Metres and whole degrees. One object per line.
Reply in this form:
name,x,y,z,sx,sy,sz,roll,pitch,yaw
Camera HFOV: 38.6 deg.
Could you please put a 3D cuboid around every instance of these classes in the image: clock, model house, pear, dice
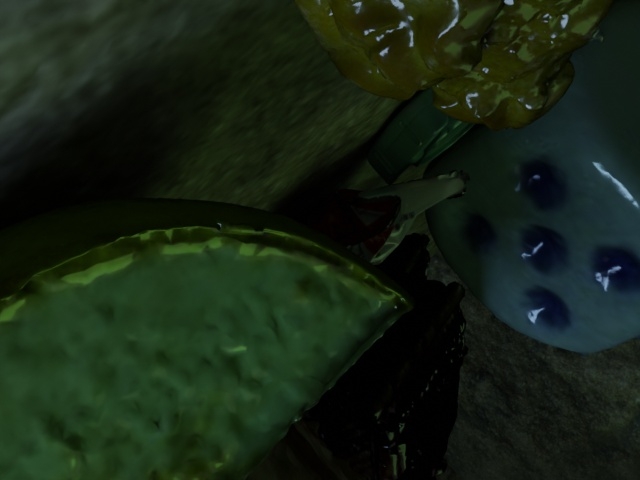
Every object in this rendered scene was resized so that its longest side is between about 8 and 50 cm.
clock,0.108,-0.108,0.806,0.135,0.041,0.101,-33,170,-36
model house,0.072,0.134,0.960,0.317,0.297,0.282,-49,-179,-39
pear,-0.135,0.068,0.422,0.288,0.139,0.239,-45,-164,-16
dice,0.289,-0.067,0.955,0.268,0.262,0.264,-42,-179,-34

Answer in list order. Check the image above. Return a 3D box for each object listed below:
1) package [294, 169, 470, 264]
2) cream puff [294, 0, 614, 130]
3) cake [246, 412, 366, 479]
package,0.000,0.000,0.822,0.269,0.071,0.194,-18,177,42
cream puff,0.064,-0.106,0.372,0.146,0.116,0.146,-36,175,-4
cake,-0.103,0.207,0.605,0.282,0.256,0.290,-36,-163,1
